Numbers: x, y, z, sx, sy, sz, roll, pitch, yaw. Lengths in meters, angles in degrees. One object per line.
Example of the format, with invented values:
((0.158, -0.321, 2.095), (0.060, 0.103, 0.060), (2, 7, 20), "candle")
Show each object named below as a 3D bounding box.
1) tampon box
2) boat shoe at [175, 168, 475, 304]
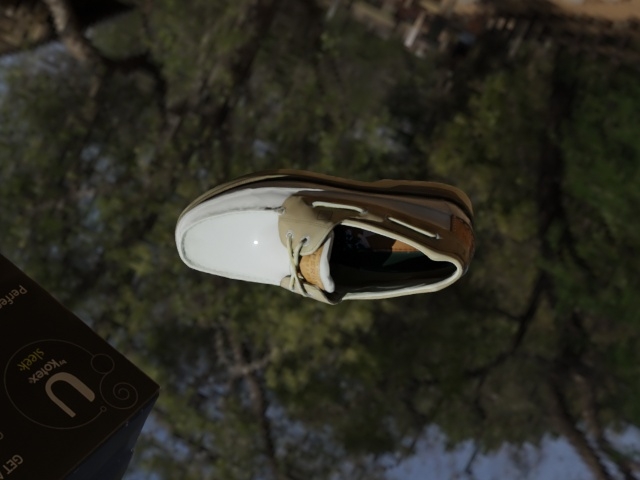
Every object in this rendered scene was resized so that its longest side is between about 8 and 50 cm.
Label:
((-0.161, 0.062, 0.511), (0.161, 0.101, 0.120), (38, -133, 11), "tampon box")
((0.000, 0.000, 1.458), (0.302, 0.113, 0.103), (-4, -147, 7), "boat shoe")
